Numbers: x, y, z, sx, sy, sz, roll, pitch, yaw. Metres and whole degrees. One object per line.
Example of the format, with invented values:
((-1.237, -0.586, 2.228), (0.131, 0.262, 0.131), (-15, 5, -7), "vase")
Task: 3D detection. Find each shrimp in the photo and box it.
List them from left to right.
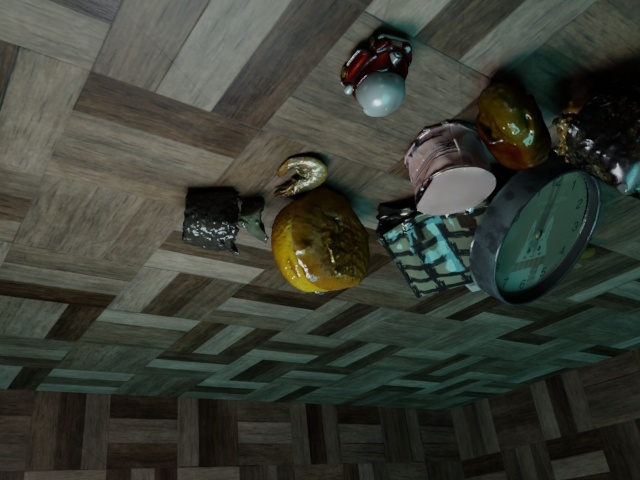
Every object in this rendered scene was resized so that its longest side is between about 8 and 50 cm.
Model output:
((-0.058, -0.138, 1.286), (0.162, 0.045, 0.095), (-23, 148, 31), "shrimp")

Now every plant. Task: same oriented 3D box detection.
((-0.218, -0.044, 1.340), (0.203, 0.143, 0.131), (5, 141, -4), "plant")

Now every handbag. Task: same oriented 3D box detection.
((0.280, -0.152, 1.263), (0.179, 0.117, 0.205), (0, 152, -12), "handbag")
((0.336, -0.009, 1.501), (0.325, 0.163, 0.327), (-21, 143, 20), "handbag")

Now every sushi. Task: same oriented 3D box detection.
((0.631, -0.211, 1.158), (0.348, 0.207, 0.235), (11, 113, -50), "sushi")

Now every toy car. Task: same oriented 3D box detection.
((0.106, -0.275, 0.998), (0.112, 0.112, 0.139), (6, 150, -22), "toy car")

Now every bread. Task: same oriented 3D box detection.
((0.000, 0.000, 1.356), (0.145, 0.269, 0.268), (-14, 154, 39), "bread")

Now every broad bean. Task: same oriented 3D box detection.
((0.373, -0.217, 1.122), (0.122, 0.156, 0.228), (-25, 153, 26), "broad bean")

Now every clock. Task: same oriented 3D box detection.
((0.528, -0.014, 1.399), (0.385, 0.076, 0.387), (-19, 128, -26), "clock")

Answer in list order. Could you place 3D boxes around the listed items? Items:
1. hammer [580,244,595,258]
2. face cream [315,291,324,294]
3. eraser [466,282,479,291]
((0.707, 0.030, 1.723), (0.305, 0.113, 0.202), (0, 154, -23), "hammer")
((0.025, 0.076, 1.673), (0.143, 0.071, 0.291), (-1, 151, -10), "face cream")
((0.475, 0.071, 1.758), (0.124, 0.081, 0.279), (-20, 150, 24), "eraser")
